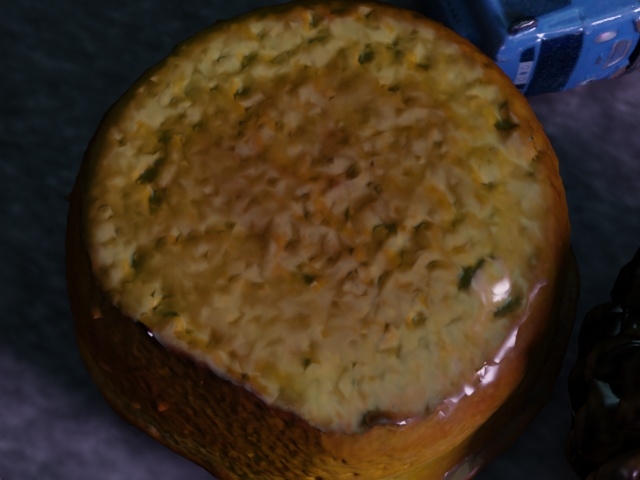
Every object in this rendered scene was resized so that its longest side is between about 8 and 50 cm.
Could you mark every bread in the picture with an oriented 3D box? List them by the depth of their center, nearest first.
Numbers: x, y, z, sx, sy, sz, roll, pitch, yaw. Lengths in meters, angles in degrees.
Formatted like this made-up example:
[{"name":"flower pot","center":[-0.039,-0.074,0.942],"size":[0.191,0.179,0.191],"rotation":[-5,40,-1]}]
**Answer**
[{"name":"bread","center":[0.006,0.001,1.024],"size":[0.312,0.172,0.312],"rotation":[0,74,-2]}]

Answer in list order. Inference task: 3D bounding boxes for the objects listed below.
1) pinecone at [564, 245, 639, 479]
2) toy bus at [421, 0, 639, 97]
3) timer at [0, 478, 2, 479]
[{"name":"pinecone","center":[0.242,0.096,0.984],"size":[0.243,0.243,0.257],"rotation":[-8,62,-6]},{"name":"toy bus","center":[0.113,-0.205,1.123],"size":[0.133,0.116,0.234],"rotation":[-20,74,-9]},{"name":"timer","center":[-0.257,0.192,1.004],"size":[0.190,0.069,0.208],"rotation":[-36,81,-13]}]
